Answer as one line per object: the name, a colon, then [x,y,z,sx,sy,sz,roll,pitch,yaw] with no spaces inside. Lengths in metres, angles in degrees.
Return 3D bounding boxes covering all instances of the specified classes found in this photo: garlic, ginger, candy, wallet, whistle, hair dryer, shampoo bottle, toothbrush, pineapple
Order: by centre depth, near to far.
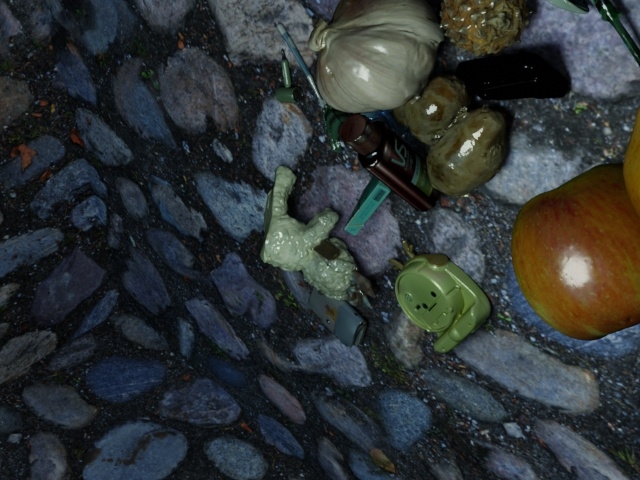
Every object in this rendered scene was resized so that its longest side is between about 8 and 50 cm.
candy: [0.510,-0.388,1.214,0.323,0.097,0.097,53,147,-8]
pineapple: [0.308,-0.440,1.352,0.193,0.166,0.166,-127,22,-56]
garlic: [0.112,-0.419,1.512,0.322,0.322,0.241,12,152,47]
ginger: [0.282,-0.255,1.554,0.304,0.155,0.244,58,154,12]
shampoo bottle: [0.168,-0.184,1.609,0.084,0.129,0.323,-7,153,38]
whistle: [0.129,-0.329,1.734,0.180,0.093,0.269,30,145,45]
toothbrush: [-0.041,-0.466,1.884,0.025,0.019,0.275,-23,99,51]
hair dryer: [-0.093,-0.460,1.946,0.071,0.047,0.150,12,116,44]
wallet: [0.059,0.239,2.313,0.231,0.069,0.170,46,141,26]

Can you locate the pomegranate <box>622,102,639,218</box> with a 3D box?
pomegranate: [0.655,-0.133,0.988,0.417,0.417,0.416,32,140,32]

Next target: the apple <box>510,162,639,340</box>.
apple: [0.532,0.019,1.297,0.340,0.340,0.339,32,140,32]

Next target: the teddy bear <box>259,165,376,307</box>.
teddy bear: [0.000,0.000,2.154,0.362,0.375,0.327,13,143,-10]

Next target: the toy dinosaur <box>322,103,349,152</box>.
toy dinosaur: [0.061,-0.269,1.762,0.292,0.079,0.120,-119,7,-51]

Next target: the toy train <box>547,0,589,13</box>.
toy train: [0.391,-0.489,1.285,0.252,0.055,0.048,48,146,13]

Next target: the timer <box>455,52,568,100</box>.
timer: [0.377,-0.316,1.382,0.187,0.144,0.055,8,81,49]

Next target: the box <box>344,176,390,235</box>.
box: [0.145,-0.131,1.806,0.041,0.162,0.229,30,144,-4]

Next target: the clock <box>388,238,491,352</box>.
clock: [0.300,0.143,1.898,0.308,0.096,0.235,48,146,14]
